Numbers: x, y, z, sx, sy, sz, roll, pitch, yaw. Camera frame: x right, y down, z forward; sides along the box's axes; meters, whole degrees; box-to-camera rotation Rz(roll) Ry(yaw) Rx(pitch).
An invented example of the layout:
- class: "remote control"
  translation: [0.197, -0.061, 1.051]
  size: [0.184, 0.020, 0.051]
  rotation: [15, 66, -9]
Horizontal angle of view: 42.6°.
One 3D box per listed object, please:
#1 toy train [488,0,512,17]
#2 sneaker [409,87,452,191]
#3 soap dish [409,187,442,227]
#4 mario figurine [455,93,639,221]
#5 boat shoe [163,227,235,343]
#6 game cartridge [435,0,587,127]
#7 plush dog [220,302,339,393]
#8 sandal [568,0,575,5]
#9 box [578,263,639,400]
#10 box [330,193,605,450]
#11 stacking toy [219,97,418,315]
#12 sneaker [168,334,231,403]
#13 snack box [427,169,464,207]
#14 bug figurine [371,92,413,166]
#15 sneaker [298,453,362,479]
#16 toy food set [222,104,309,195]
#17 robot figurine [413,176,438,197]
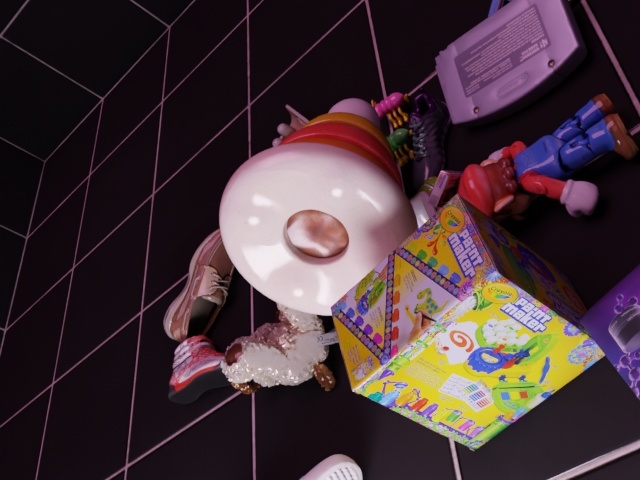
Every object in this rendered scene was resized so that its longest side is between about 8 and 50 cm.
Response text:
- class: "toy train"
  translation: [0.401, -0.494, 1.709]
  size: [0.105, 0.080, 0.184]
  rotation: [-10, 59, 60]
- class: "sneaker"
  translation: [0.209, -0.207, 1.711]
  size: [0.083, 0.098, 0.224]
  rotation: [-17, 51, 46]
- class: "soap dish"
  translation: [0.186, 0.073, 1.503]
  size: [0.229, 0.118, 0.291]
  rotation: [-43, 37, 23]
- class: "mario figurine"
  translation: [0.385, -0.107, 1.421]
  size: [0.320, 0.170, 0.198]
  rotation: [-31, 0, 23]
- class: "boat shoe"
  translation: [-0.279, 0.123, 2.088]
  size: [0.116, 0.123, 0.324]
  rotation: [28, 94, 50]
- class: "game cartridge"
  translation: [0.367, -0.352, 1.605]
  size: [0.297, 0.062, 0.198]
  rotation: [-30, 68, 38]
- class: "plush dog"
  translation: [-0.079, 0.229, 1.712]
  size: [0.262, 0.210, 0.225]
  rotation: [-51, 12, -20]
- class: "sandal"
  translation: [0.493, -0.509, 1.621]
  size: [0.180, 0.049, 0.072]
  rotation: [-47, 35, 17]
- class: "box"
  translation: [0.506, 0.093, 1.087]
  size: [0.261, 0.103, 0.184]
  rotation: [-47, 38, 17]
- class: "box"
  translation: [0.224, 0.135, 1.248]
  size: [0.279, 0.290, 0.177]
  rotation: [-43, 36, 22]
- class: "stacking toy"
  translation: [0.035, -0.122, 1.560]
  size: [0.350, 0.350, 0.480]
  rotation: [-35, 20, 32]
- class: "sneaker"
  translation: [-0.270, 0.283, 1.962]
  size: [0.270, 0.090, 0.145]
  rotation: [-32, 44, 39]
- class: "snack box"
  translation: [0.249, -0.094, 1.502]
  size: [0.022, 0.178, 0.064]
  rotation: [27, 106, 26]
- class: "bug figurine"
  translation: [0.119, -0.235, 1.875]
  size: [0.216, 0.072, 0.279]
  rotation: [-33, 41, 34]
- class: "sneaker"
  translation: [-0.073, 0.507, 1.487]
  size: [0.366, 0.135, 0.150]
  rotation: [-52, 37, 8]
- class: "toy food set"
  translation: [-0.130, -0.200, 2.155]
  size: [0.306, 0.092, 0.220]
  rotation: [-55, 33, 7]
- class: "robot figurine"
  translation: [0.218, -0.076, 1.624]
  size: [0.115, 0.067, 0.101]
  rotation: [-59, 3, 1]
